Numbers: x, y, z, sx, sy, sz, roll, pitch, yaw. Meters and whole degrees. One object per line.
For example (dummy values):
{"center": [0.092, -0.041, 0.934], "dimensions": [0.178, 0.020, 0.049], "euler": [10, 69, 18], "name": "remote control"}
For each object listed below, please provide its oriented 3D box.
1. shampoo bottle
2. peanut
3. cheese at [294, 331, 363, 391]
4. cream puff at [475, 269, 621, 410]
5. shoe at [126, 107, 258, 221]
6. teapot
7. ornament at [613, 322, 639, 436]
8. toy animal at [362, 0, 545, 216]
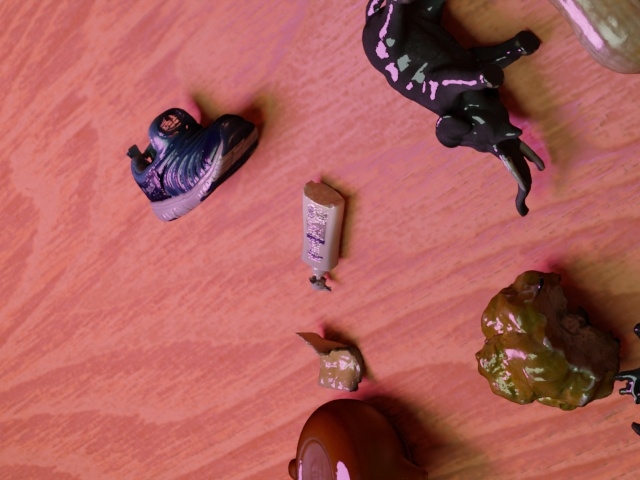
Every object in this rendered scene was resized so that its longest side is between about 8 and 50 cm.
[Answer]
{"center": [0.000, 0.000, 2.143], "dimensions": [0.049, 0.034, 0.141], "euler": [24, 136, 20], "name": "shampoo bottle"}
{"center": [0.226, -0.230, 1.692], "dimensions": [0.206, 0.087, 0.087], "euler": [50, 142, 2], "name": "peanut"}
{"center": [0.010, 0.130, 2.233], "dimensions": [0.060, 0.041, 0.084], "euler": [10, 143, 48], "name": "cheese"}
{"center": [0.217, 0.113, 1.952], "dimensions": [0.156, 0.121, 0.156], "euler": [26, 141, 23], "name": "cream puff"}
{"center": [-0.147, -0.095, 2.161], "dimensions": [0.106, 0.091, 0.207], "euler": [51, 146, -10], "name": "shoe"}
{"center": [0.044, 0.271, 2.260], "dimensions": [0.252, 0.135, 0.178], "euler": [176, 96, -66], "name": "teapot"}
{"center": [0.379, 0.128, 1.844], "dimensions": [0.202, 0.080, 0.236], "euler": [38, 138, 19], "name": "ornament"}
{"center": [0.142, -0.147, 1.849], "dimensions": [0.269, 0.082, 0.137], "euler": [49, 145, -4], "name": "toy animal"}
